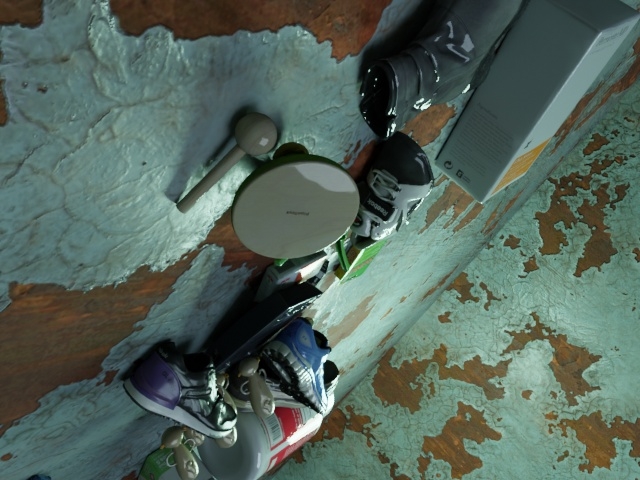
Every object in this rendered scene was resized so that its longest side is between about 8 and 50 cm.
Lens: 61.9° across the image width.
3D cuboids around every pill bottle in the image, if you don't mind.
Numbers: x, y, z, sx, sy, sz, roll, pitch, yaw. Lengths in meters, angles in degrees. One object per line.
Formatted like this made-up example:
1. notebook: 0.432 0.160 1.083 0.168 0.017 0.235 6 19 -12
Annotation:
1. pill bottle: -0.139 0.502 1.527 0.407 0.229 0.229 -12 142 -56

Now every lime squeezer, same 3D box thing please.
1. lime squeezer: 0.000 0.000 1.052 0.110 0.058 0.310 -60 156 9

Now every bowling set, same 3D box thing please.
1. bowling set: -0.270 0.382 1.222 0.287 0.199 0.154 -33 113 -38

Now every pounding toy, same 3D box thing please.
1. pounding toy: -0.063 -0.083 0.760 0.183 0.110 0.236 -41 133 23

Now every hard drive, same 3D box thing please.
1. hard drive: -0.125 0.179 1.112 0.254 0.054 0.172 -42 167 23

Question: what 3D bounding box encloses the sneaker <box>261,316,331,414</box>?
1. sneaker: -0.024 0.297 1.264 0.147 0.129 0.330 -51 149 -28

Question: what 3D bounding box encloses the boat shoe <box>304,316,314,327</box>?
1. boat shoe: -0.074 0.265 1.472 0.056 0.048 0.153 13 115 -44

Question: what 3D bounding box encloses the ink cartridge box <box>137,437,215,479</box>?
1. ink cartridge box: -0.354 0.689 1.404 0.114 0.273 0.198 -22 150 -47

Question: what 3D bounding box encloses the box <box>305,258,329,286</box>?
1. box: -0.012 0.085 1.224 0.083 0.018 0.067 -53 -173 22

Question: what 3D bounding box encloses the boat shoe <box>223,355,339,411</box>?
1. boat shoe: -0.082 0.358 1.408 0.355 0.132 0.130 0 126 -40

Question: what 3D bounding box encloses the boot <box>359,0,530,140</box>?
1. boot: 0.168 -0.290 0.763 0.222 0.118 0.338 -33 153 -17

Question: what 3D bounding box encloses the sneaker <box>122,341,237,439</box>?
1. sneaker: -0.228 0.286 1.022 0.124 0.107 0.283 -51 139 -6

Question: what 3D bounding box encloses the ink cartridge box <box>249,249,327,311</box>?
1. ink cartridge box: -0.073 0.099 1.141 0.145 0.045 0.179 -26 150 -41

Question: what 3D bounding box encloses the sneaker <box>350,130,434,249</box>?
1. sneaker: 0.126 -0.075 1.071 0.146 0.122 0.331 -39 159 -21

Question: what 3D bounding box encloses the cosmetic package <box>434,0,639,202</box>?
1. cosmetic package: 0.467 -0.322 1.202 0.230 0.161 0.453 -30 154 -36

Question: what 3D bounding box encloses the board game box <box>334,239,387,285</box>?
1. board game box: 0.127 0.007 1.362 0.124 0.039 0.260 -17 143 -51

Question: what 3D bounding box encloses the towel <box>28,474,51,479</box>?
1. towel: -0.549 0.478 0.970 0.119 0.029 0.067 -38 158 -17
